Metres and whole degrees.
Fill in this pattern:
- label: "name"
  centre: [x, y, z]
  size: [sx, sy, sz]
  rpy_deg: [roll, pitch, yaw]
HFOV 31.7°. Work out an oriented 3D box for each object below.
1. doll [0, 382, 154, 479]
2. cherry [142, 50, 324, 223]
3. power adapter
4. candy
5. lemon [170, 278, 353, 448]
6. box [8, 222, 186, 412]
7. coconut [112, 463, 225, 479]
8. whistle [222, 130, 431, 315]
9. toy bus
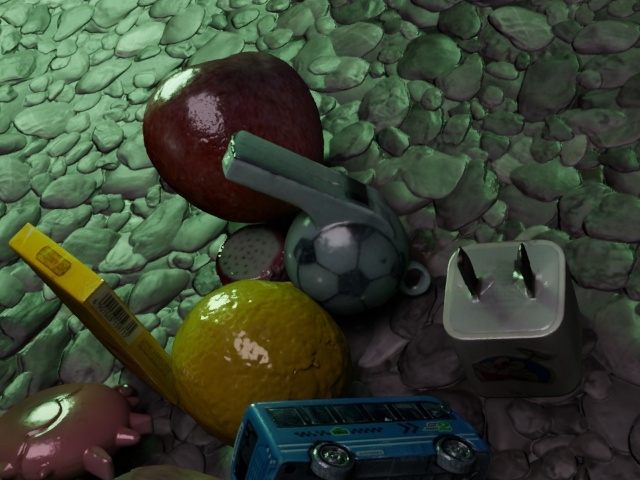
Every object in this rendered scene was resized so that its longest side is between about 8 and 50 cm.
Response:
- label: "doll"
  centre: [-0.311, 0.231, 1.320]
  size: [0.211, 0.093, 0.262]
  rpy_deg: [3, 23, 25]
- label: "cherry"
  centre: [-0.106, -0.123, 1.476]
  size: [0.206, 0.239, 0.239]
  rpy_deg: [-28, 37, 52]
- label: "power adapter"
  centre: [0.201, 0.067, 1.204]
  size: [0.130, 0.205, 0.125]
  rpy_deg: [-4, 54, 21]
- label: "candy"
  centre: [-0.085, 0.026, 1.453]
  size: [0.103, 0.043, 0.103]
  rpy_deg: [-11, 52, 14]
- label: "lemon"
  centre: [-0.067, 0.140, 1.266]
  size: [0.192, 0.192, 0.231]
  rpy_deg: [-44, 53, -12]
- label: "box"
  centre: [-0.246, 0.096, 1.320]
  size: [0.152, 0.269, 0.043]
  rpy_deg: [32, 72, 37]
- label: "coconut"
  centre: [-0.156, 0.345, 1.149]
  size: [0.236, 0.197, 0.237]
  rpy_deg: [-10, 58, 17]
- label: "whistle"
  centre: [0.000, 0.000, 1.339]
  size: [0.289, 0.163, 0.163]
  rpy_deg: [22, 59, -10]
- label: "toy bus"
  centre: [0.040, 0.227, 1.140]
  size: [0.246, 0.114, 0.134]
  rpy_deg: [1, 30, -27]
